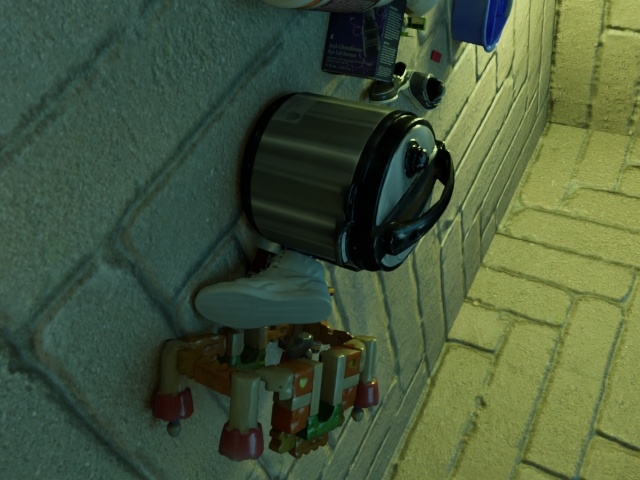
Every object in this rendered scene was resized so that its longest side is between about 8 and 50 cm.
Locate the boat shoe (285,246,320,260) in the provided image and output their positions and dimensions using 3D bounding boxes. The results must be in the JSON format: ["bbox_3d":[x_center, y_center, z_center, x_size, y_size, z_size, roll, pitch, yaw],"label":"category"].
[{"bbox_3d":[0.000,0.000,1.770,0.258,0.089,0.109,-16,119,-60],"label":"boat shoe"}]

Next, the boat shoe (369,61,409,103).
[{"bbox_3d":[0.195,-0.453,1.914,0.228,0.081,0.069,-51,144,-52],"label":"boat shoe"}]

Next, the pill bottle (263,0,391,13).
[{"bbox_3d":[0.027,-0.578,1.345,0.392,0.224,0.224,-26,127,-57],"label":"pill bottle"}]

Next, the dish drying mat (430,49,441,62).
[{"bbox_3d":[0.396,-0.630,2.281,0.083,0.008,0.032,-11,115,-62],"label":"dish drying mat"}]

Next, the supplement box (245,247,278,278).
[{"bbox_3d":[-0.103,0.125,1.660,0.130,0.073,0.239,-67,152,-12],"label":"supplement box"}]

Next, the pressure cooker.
[{"bbox_3d":[0.078,-0.122,1.481,0.375,0.420,0.370,17,88,-64],"label":"pressure cooker"}]

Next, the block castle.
[{"bbox_3d":[-0.099,0.316,1.439,0.453,0.303,0.213,-6,105,-49],"label":"block castle"}]

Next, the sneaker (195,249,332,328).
[{"bbox_3d":[-0.127,0.102,1.479,0.169,0.292,0.108,-98,-166,-52],"label":"sneaker"}]

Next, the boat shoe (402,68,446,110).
[{"bbox_3d":[0.361,-0.489,2.185,0.301,0.102,0.108,12,94,-64],"label":"boat shoe"}]

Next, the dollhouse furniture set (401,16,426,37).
[{"bbox_3d":[0.254,-0.633,1.943,0.151,0.058,0.076,-24,125,-57],"label":"dollhouse furniture set"}]

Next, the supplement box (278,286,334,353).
[{"bbox_3d":[-0.037,0.212,1.827,0.104,0.080,0.188,7,98,-64],"label":"supplement box"}]

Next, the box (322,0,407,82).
[{"bbox_3d":[0.107,-0.503,1.626,0.108,0.153,0.207,-14,116,-60],"label":"box"}]

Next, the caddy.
[{"bbox_3d":[0.591,-0.842,2.350,0.241,0.179,0.342,-33,133,-54],"label":"caddy"}]

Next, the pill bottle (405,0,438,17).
[{"bbox_3d":[0.188,-0.665,1.632,0.229,0.131,0.131,30,76,-31],"label":"pill bottle"}]
